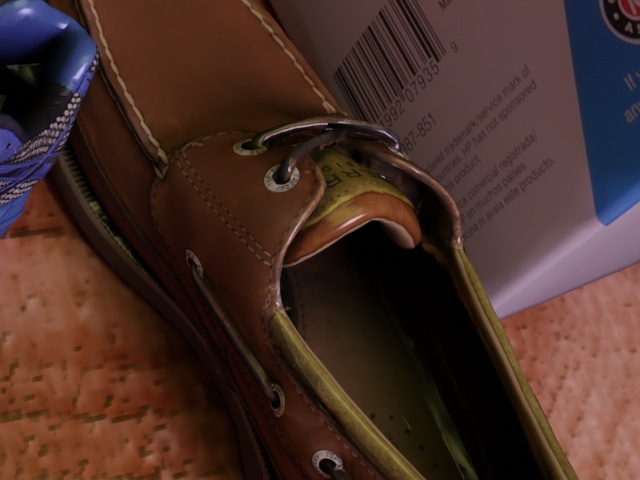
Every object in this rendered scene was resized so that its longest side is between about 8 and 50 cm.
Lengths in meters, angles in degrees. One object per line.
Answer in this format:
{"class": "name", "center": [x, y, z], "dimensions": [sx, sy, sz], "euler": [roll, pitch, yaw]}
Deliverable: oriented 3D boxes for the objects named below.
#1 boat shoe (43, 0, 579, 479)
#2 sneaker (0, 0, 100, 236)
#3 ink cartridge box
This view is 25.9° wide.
{"class": "boat shoe", "center": [0.000, 0.000, 0.471], "dimensions": [0.110, 0.104, 0.307], "euler": [-24, 77, -33]}
{"class": "sneaker", "center": [-0.133, -0.026, 0.378], "dimensions": [0.083, 0.087, 0.221], "euler": [45, 26, -3]}
{"class": "ink cartridge box", "center": [0.073, -0.155, 0.515], "dimensions": [0.129, 0.223, 0.307], "euler": [-19, 74, -33]}
